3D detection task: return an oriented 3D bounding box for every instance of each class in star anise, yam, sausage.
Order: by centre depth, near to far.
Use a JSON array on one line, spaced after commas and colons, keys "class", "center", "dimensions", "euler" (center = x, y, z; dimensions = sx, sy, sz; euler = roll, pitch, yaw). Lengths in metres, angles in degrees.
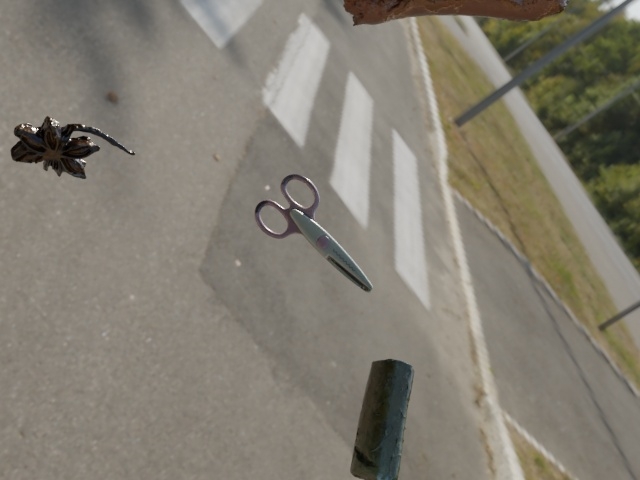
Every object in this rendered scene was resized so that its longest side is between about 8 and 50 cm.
[{"class": "yam", "center": [0.066, 0.194, 0.989], "dimensions": [0.054, 0.054, 0.132], "euler": [32, 66, -55]}, {"class": "sausage", "center": [0.183, -0.333, 1.271], "dimensions": [0.078, 0.304, 0.078], "euler": [-1, 90, -88]}, {"class": "star anise", "center": [-0.363, -0.138, 1.378], "dimensions": [0.191, 0.097, 0.070], "euler": [16, 37, -35]}]

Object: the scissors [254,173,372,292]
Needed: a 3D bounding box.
[{"class": "scissors", "center": [0.000, 0.000, 1.134], "dimensions": [0.176, 0.085, 0.022], "euler": [45, -2, 11]}]
